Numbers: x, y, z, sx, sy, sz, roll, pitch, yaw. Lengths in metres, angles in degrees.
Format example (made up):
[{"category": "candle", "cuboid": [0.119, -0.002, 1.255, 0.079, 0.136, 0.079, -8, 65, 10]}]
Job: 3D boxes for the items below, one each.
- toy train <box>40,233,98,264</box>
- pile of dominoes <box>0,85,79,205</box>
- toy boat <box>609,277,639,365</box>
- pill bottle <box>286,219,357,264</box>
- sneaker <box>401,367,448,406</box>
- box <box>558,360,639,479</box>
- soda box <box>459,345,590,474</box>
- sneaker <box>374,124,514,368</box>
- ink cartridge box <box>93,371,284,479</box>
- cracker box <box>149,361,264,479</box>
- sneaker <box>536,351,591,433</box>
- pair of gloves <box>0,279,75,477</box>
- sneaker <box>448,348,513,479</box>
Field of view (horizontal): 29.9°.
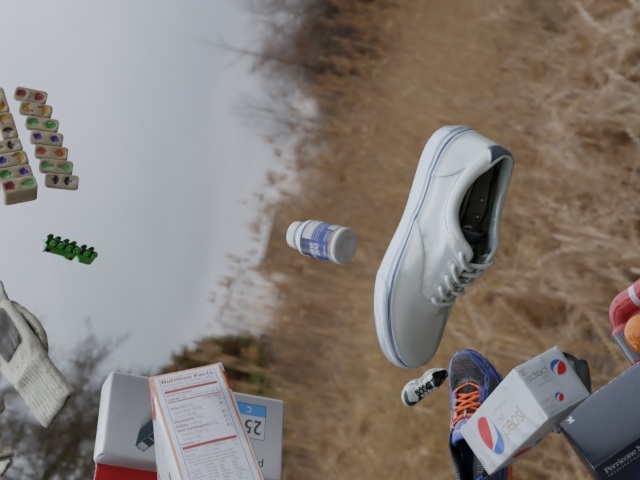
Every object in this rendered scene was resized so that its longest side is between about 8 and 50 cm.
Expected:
[{"category": "toy train", "cuboid": [-0.303, 0.012, 1.442, 0.024, 0.017, 0.083, -45, -35, 18]}, {"category": "pile of dominoes", "cuboid": [-0.544, -0.179, 2.088, 0.040, 0.196, 0.251, 114, 138, -55]}, {"category": "toy boat", "cuboid": [0.500, 0.119, 1.739, 0.151, 0.151, 0.231, -22, -17, -38]}, {"category": "pill bottle", "cuboid": [0.000, 0.000, 2.112, 0.067, 0.120, 0.067, -17, -67, -47]}, {"category": "sneaker", "cuboid": [0.154, 0.213, 1.761, 0.083, 0.032, 0.037, -39, 6, -28]}, {"category": "box", "cuboid": [0.421, 0.276, 1.527, 0.207, 0.153, 0.108, 52, -178, -32]}, {"category": "soda box", "cuboid": [0.247, 0.214, 1.475, 0.074, 0.069, 0.216, 57, 155, 19]}, {"category": "sneaker", "cuboid": [0.124, 0.016, 1.196, 0.091, 0.094, 0.258, 29, 113, 50]}, {"category": "ink cartridge box", "cuboid": [-0.209, 0.361, 1.899, 0.066, 0.296, 0.261, 132, 146, -56]}, {"category": "cracker box", "cuboid": [-0.078, 0.234, 0.947, 0.232, 0.067, 0.155, -116, 21, -46]}, {"category": "sneaker", "cuboid": [0.411, 0.268, 2.122, 0.276, 0.098, 0.135, 125, 154, -74]}, {"category": "pair of gloves", "cuboid": [-0.438, 0.193, 1.586, 0.240, 0.204, 0.042, -44, -24, 29]}, {"category": "sneaker", "cuboid": [0.212, 0.253, 1.627, 0.087, 0.083, 0.221, 24, -127, -56]}]
